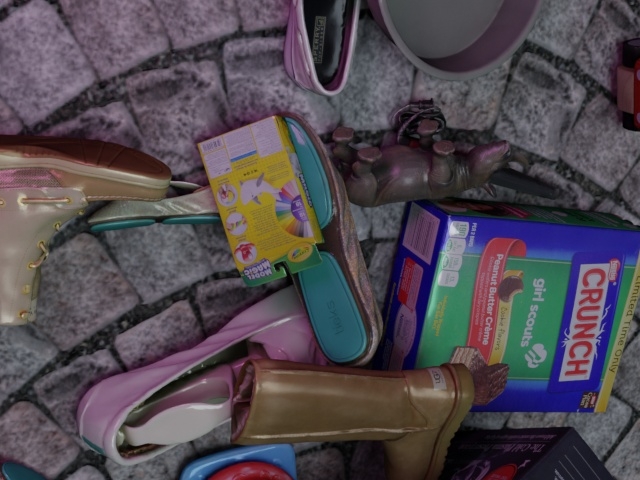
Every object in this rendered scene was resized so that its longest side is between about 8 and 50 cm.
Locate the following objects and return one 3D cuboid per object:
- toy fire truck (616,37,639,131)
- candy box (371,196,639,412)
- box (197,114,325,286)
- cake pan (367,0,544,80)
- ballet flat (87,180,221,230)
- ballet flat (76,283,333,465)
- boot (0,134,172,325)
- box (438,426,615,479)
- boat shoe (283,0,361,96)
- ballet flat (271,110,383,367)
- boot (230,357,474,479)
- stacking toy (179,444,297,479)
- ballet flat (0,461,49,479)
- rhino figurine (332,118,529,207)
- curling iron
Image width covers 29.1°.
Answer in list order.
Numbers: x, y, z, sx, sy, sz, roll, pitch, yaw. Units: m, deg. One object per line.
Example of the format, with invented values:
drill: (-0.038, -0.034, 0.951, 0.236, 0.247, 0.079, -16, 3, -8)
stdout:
toy fire truck: (0.532, -0.175, 1.585, 0.217, 0.246, 0.158, -12, 112, -19)
candy box: (0.253, 0.088, 1.627, 0.317, 0.122, 0.268, 3, 107, -25)
box: (-0.064, -0.044, 1.425, 0.105, 0.043, 0.179, -18, 86, 17)
cake pan: (0.158, -0.335, 1.440, 0.293, 0.054, 0.293, -13, 110, -37)
ballet flat: (-0.193, -0.042, 1.439, 0.168, 0.057, 0.052, -4, 81, -26)
ballet flat: (-0.098, 0.169, 1.500, 0.400, 0.139, 0.139, -24, 115, -15)
boot: (-0.299, -0.007, 1.350, 0.262, 0.095, 0.203, 4, 107, -6)
box: (0.178, 0.397, 1.523, 0.312, 0.343, 0.179, -41, 96, -22)
boat shoe: (0.005, -0.296, 1.406, 0.096, 0.088, 0.267, -1, 108, -23)
ballet flat: (0.000, 0.000, 1.486, 0.108, 0.106, 0.315, -16, 87, 21)
boot: (0.022, 0.221, 1.465, 0.270, 0.089, 0.236, 1, 130, -20)
stacking toy: (-0.058, 0.388, 1.494, 0.166, 0.302, 0.175, -12, 113, -20)
ballet flat: (-0.326, 0.333, 1.499, 0.188, 0.070, 0.070, 34, 92, -26)
rhino figurine: (0.135, -0.091, 1.511, 0.243, 0.073, 0.106, -4, 139, -5)
curling iron: (0.206, -0.106, 1.584, 0.274, 0.035, 0.068, 25, 115, -28)
